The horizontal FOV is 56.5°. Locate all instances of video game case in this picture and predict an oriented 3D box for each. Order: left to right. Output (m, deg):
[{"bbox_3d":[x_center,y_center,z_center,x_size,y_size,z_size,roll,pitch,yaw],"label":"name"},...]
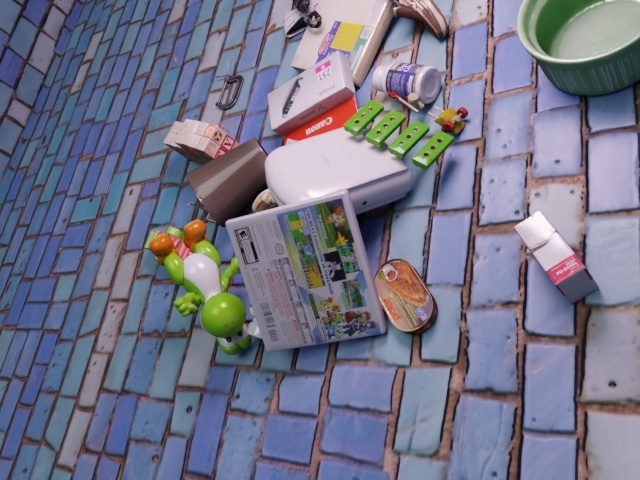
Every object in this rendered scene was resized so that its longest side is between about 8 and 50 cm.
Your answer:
[{"bbox_3d":[-0.034,0.078,1.346,0.299,0.036,0.329,-13,100,21],"label":"video game case"}]

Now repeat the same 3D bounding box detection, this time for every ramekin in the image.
[{"bbox_3d":[0.586,-0.456,1.253,0.303,0.148,0.304,-18,57,29],"label":"ramekin"}]

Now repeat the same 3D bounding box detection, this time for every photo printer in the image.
[{"bbox_3d":[0.027,-0.159,1.453,0.307,0.107,0.256,-20,46,-16],"label":"photo printer"}]

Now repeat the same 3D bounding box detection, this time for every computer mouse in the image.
[{"bbox_3d":[-0.034,-0.717,1.833,0.071,0.041,0.242,-61,38,37],"label":"computer mouse"}]

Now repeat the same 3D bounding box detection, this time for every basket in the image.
[{"bbox_3d":[-0.246,-0.184,1.735,0.226,0.154,0.204,-36,66,3],"label":"basket"}]

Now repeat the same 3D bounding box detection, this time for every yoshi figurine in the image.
[{"bbox_3d":[-0.286,0.116,1.528,0.203,0.203,0.362,-40,74,20],"label":"yoshi figurine"}]

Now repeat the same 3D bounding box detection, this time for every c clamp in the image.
[{"bbox_3d":[-0.327,-0.523,2.087,0.137,0.022,0.161,-5,62,30],"label":"c clamp"}]

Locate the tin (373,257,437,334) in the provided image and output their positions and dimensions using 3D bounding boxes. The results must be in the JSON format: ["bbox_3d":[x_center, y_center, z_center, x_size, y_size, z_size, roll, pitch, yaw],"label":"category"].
[{"bbox_3d":[0.186,0.124,1.322,0.106,0.040,0.190,-36,49,11],"label":"tin"}]

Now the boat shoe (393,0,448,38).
[{"bbox_3d":[0.240,-0.633,1.613,0.095,0.095,0.257,-36,74,8],"label":"boat shoe"}]

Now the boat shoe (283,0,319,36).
[{"bbox_3d":[-0.030,-0.733,1.942,0.226,0.083,0.076,-20,66,43],"label":"boat shoe"}]

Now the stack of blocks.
[{"bbox_3d":[-0.375,-0.304,1.899,0.297,0.171,0.087,21,80,43],"label":"stack of blocks"}]

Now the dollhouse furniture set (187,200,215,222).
[{"bbox_3d":[-0.346,-0.106,1.827,0.114,0.081,0.091,17,77,42],"label":"dollhouse furniture set"}]

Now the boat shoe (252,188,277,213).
[{"bbox_3d":[-0.139,-0.121,1.698,0.135,0.050,0.045,-45,42,9],"label":"boat shoe"}]

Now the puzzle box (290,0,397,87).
[{"bbox_3d":[0.093,-0.670,1.768,0.272,0.052,0.409,27,93,40],"label":"puzzle box"}]

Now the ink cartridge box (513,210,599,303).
[{"bbox_3d":[0.443,0.030,1.123,0.063,0.109,0.151,-37,49,17],"label":"ink cartridge box"}]

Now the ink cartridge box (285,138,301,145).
[{"bbox_3d":[-0.050,-0.211,1.653,0.135,0.056,0.099,40,117,43],"label":"ink cartridge box"}]

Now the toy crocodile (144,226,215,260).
[{"bbox_3d":[-0.433,0.025,1.808,0.340,0.105,0.115,17,77,42],"label":"toy crocodile"}]

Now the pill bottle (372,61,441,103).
[{"bbox_3d":[0.220,-0.413,1.549,0.169,0.094,0.094,23,81,43],"label":"pill bottle"}]

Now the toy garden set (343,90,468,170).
[{"bbox_3d":[0.215,-0.277,1.445,0.244,0.049,0.204,32,65,28],"label":"toy garden set"}]

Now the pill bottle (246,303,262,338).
[{"bbox_3d":[-0.116,0.157,1.485,0.108,0.108,0.180,12,80,41],"label":"pill bottle"}]

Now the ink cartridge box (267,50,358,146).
[{"bbox_3d":[-0.025,-0.368,1.700,0.275,0.060,0.239,-23,63,32],"label":"ink cartridge box"}]
